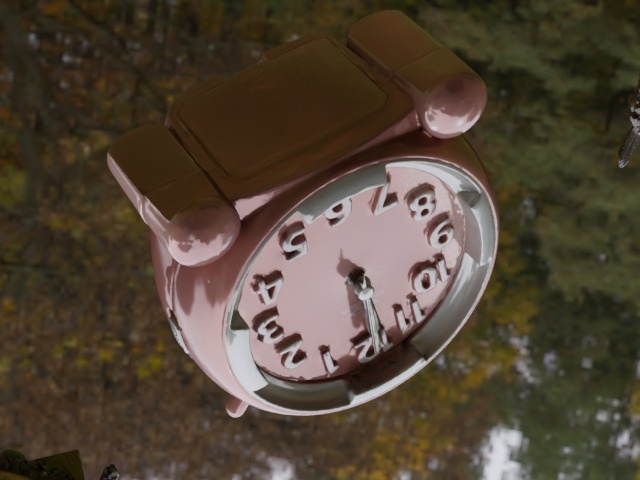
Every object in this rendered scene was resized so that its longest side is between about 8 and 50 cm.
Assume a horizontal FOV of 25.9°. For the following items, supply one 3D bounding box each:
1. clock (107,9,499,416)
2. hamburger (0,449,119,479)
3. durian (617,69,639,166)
[{"bbox_3d":[0.000,0.000,0.901,0.227,0.241,0.142,-28,-138,-13],"label":"clock"},{"bbox_3d":[-0.163,0.175,0.620,0.189,0.164,0.093,-23,171,-12],"label":"hamburger"},{"bbox_3d":[0.188,-0.085,0.649,0.110,0.140,0.071,-2,-149,-47],"label":"durian"}]
